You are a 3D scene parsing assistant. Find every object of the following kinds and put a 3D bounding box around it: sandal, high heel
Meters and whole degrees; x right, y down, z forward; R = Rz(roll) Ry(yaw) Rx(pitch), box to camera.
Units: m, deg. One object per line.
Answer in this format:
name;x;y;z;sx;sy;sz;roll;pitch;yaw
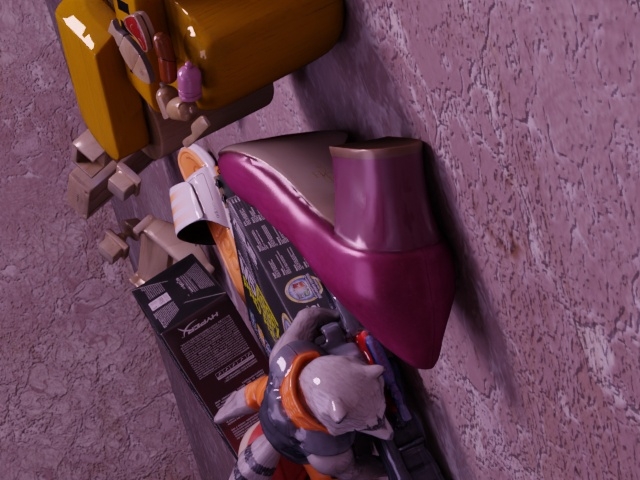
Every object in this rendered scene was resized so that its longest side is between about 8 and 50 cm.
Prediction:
sandal;-0.155;-0.014;2.212;0.265;0.076;0.102;64;157;18
high heel;0.000;0.000;1.405;0.377;0.127;0.181;-162;64;-71

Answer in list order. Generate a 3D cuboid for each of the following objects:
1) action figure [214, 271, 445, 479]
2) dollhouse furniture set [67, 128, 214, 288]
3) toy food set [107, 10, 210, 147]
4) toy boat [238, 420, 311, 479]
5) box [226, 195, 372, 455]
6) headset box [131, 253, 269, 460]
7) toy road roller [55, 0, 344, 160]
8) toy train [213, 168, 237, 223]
action figure;0.009;0.217;1.593;0.341;0.178;0.330;62;157;19
dollhouse furniture set;-0.213;-0.030;2.558;0.355;0.174;0.303;40;155;10
toy food set;-0.124;-0.139;1.309;0.122;0.019;0.078;58;151;2
toy boat;0.010;0.307;1.934;0.151;0.151;0.231;-4;107;48
box;-0.025;0.100;1.873;0.216;0.060;0.270;82;164;-45
headset box;-0.131;0.188;2.270;0.293;0.110;0.218;60;173;-20
toy road roller;-0.097;-0.185;1.425;0.240;0.202;0.330;48;157;34
toy train;-0.104;-0.021;2.123;0.036;0.027;0.158;88;161;-87
